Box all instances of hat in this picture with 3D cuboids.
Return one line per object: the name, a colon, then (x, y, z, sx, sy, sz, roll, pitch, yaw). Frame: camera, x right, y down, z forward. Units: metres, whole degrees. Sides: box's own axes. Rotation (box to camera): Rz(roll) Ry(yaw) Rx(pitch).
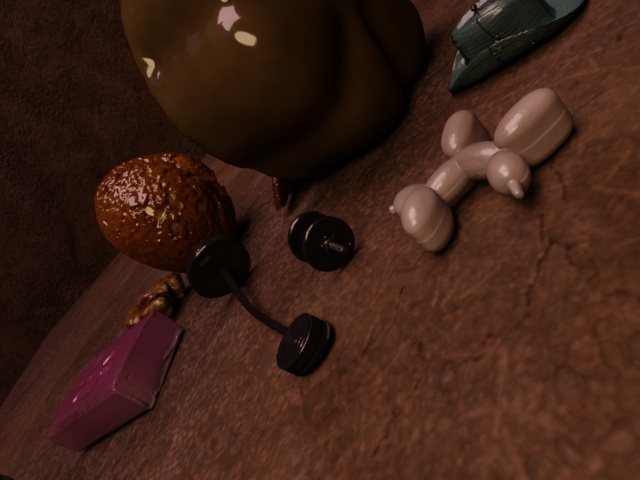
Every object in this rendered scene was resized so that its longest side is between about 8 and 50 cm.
hat: (0.223, -0.274, 0.571, 0.191, 0.078, 0.138, -30, 32, 39)

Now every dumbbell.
dumbbell: (0.000, 0.000, 0.569, 0.069, 0.069, 0.147, -53, 23, -7)

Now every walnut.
walnut: (-0.361, 0.142, 1.005, 0.170, 0.069, 0.142, -24, 33, 43)

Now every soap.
soap: (-0.379, 0.261, 0.841, 0.259, 0.081, 0.181, -35, 27, 30)

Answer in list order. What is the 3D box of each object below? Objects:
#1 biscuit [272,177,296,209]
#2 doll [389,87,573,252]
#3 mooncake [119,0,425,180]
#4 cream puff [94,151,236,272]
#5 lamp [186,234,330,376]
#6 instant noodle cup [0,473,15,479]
biscuit: (-0.065, -0.156, 0.873, 0.025, 0.125, 0.206, -1, 38, 9)
doll: (0.136, -0.061, 0.432, 0.160, 0.059, 0.161, -55, 24, -15)
mooncake: (-0.047, -0.338, 0.708, 0.262, 0.467, 0.466, -15, 41, 43)
cream puff: (-0.303, -0.069, 0.934, 0.212, 0.303, 0.303, -58, 21, 12)
lamp: (-0.114, 0.076, 0.609, 0.130, 0.109, 0.371, -54, 24, 1)
instant noodle cup: (-0.578, 0.496, 0.630, 0.294, 0.294, 0.307, -13, 35, 55)
